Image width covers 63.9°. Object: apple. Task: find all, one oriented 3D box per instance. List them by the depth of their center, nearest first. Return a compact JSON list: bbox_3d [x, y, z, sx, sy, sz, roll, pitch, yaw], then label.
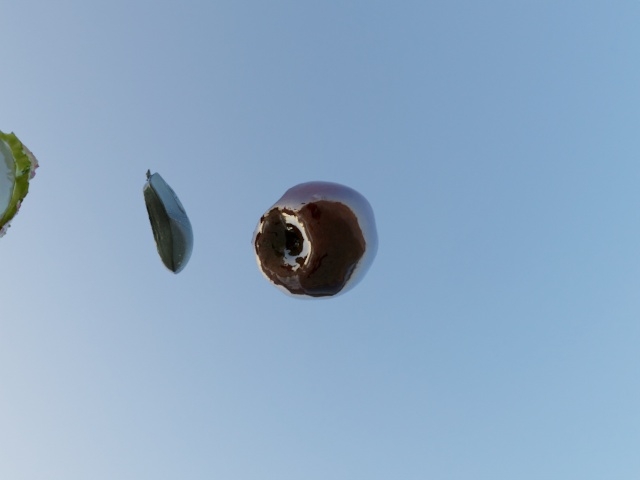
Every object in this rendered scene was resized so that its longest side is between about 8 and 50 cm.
[{"bbox_3d":[0.008,0.000,0.676,0.158,0.147,0.156,-6,-82,-55],"label":"apple"}]

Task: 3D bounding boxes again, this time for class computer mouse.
[{"bbox_3d":[-0.309,-0.044,1.075,0.068,0.113,0.229,-13,-89,2],"label":"computer mouse"}]

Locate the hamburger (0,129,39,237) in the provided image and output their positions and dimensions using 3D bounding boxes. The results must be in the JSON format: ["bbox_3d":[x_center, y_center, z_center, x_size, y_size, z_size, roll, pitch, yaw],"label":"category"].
[{"bbox_3d":[-0.557,-0.072,0.688,0.294,0.276,0.179,13,-25,-4],"label":"hamburger"}]
